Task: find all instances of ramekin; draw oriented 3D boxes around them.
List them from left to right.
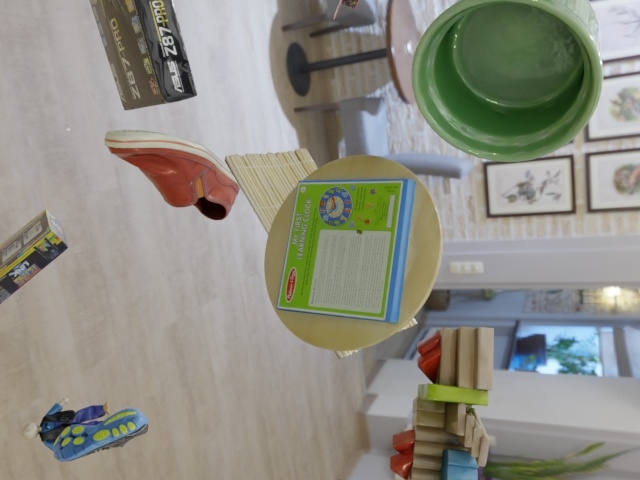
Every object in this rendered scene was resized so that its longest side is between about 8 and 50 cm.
[{"bbox_3d":[0.322,-0.299,0.929,0.148,0.303,0.304,-58,139,-36],"label":"ramekin"}]

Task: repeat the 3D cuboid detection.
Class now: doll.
[{"bbox_3d":[-0.591,0.426,1.267,0.046,0.188,0.129,108,-32,-52],"label":"doll"}]

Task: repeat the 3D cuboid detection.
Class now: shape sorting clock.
[{"bbox_3d":[0.027,0.010,0.563,0.040,0.206,0.207,29,61,-59],"label":"shape sorting clock"}]

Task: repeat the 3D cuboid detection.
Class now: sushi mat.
[{"bbox_3d":[0.000,0.000,0.737,0.151,0.019,0.317,-16,67,-41],"label":"sushi mat"}]

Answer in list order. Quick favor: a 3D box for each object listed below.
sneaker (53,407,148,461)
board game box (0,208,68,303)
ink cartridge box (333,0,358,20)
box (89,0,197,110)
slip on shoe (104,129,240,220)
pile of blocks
[{"bbox_3d":[-0.416,0.377,1.032,0.078,0.188,0.067,71,0,-50],"label":"sneaker"},{"bbox_3d":[-0.555,0.031,1.004,0.170,0.141,0.048,-42,123,-9],"label":"board game box"},{"bbox_3d":[0.056,-0.398,0.843,0.063,0.029,0.115,133,-24,-69],"label":"ink cartridge box"},{"bbox_3d":[-0.441,-0.521,1.293,0.097,0.318,0.395,-23,112,-30],"label":"box"},{"bbox_3d":[-0.243,-0.110,0.947,0.331,0.122,0.102,32,65,-67],"label":"slip on shoe"},{"bbox_3d":[0.164,0.289,0.783,0.149,0.112,0.363,-68,164,-82],"label":"pile of blocks"}]
